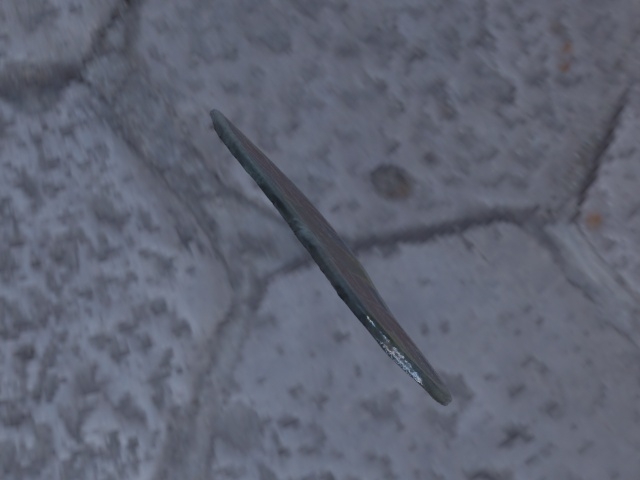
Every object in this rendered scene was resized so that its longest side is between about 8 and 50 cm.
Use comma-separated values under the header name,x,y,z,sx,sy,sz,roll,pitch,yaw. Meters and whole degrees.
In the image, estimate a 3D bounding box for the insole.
name,x,y,z,sx,sy,sz,roll,pitch,yaw
insole,0.000,0.000,0.618,0.006,0.193,0.065,-44,120,4
